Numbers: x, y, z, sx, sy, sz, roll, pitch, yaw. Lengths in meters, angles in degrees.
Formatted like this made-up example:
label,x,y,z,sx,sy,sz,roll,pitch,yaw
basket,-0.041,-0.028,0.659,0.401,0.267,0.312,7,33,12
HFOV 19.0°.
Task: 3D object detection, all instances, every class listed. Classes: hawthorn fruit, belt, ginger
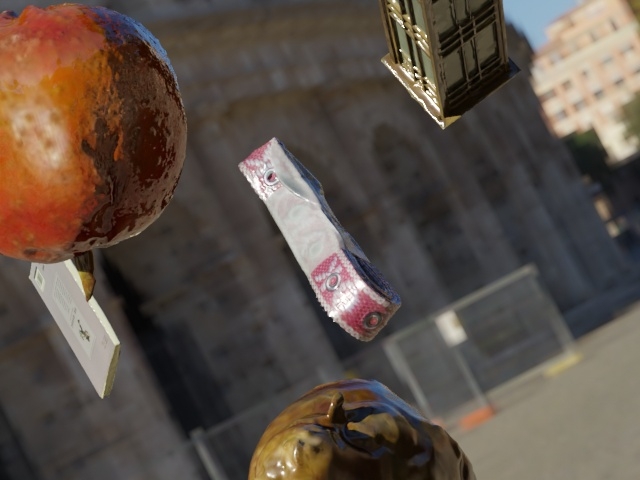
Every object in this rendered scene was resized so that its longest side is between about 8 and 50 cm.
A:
label,x,y,z,sx,sy,sz,roll,pitch,yaw
hawthorn fruit,-0.173,-0.057,1.277,0.179,0.200,0.179,-8,1,0
belt,0.000,0.000,1.666,0.053,0.232,0.071,-47,-44,15
ginger,-0.014,0.224,1.414,0.274,0.152,0.357,-29,-20,-31

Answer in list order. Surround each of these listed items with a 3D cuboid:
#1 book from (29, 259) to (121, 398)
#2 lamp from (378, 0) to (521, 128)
label,x,y,z,sx,sy,sz,roll,pitch,yaw
book,-0.281,0.080,2.183,0.014,0.182,0.127,-23,-24,-26
lamp,0.089,-0.206,1.465,0.090,0.089,0.325,-37,-22,-7
